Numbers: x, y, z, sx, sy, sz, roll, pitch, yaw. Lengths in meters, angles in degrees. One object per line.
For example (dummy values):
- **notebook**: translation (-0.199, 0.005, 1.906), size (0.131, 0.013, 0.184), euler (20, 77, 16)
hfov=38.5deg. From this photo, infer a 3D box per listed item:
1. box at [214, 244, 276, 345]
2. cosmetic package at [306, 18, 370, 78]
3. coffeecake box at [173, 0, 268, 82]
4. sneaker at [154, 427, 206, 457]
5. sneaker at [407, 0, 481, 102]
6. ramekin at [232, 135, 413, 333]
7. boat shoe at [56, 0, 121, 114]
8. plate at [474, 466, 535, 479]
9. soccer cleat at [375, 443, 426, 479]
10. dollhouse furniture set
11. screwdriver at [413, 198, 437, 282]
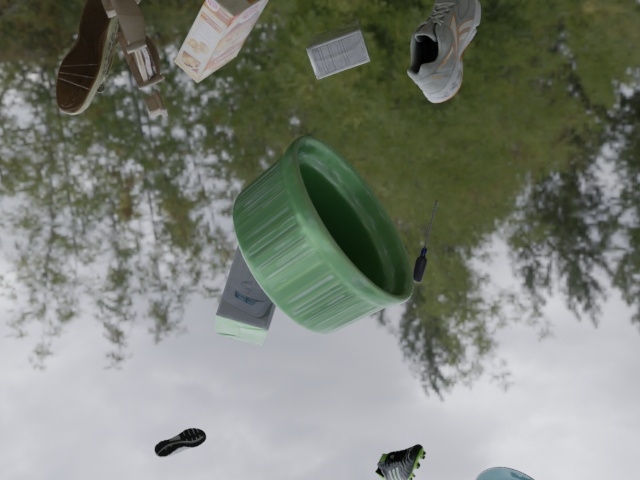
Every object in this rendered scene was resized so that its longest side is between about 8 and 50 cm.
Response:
- **box**: translation (-0.149, 0.102, 2.098), size (0.127, 0.231, 0.262), euler (16, 165, -3)
- **cosmetic package**: translation (0.034, -0.345, 1.640), size (0.099, 0.060, 0.239), euler (-16, -163, 8)
- **coffeecake box**: translation (-0.189, -0.416, 1.783), size (0.068, 0.185, 0.142), euler (42, -135, 2)
- **sneaker**: translation (-0.280, 0.402, 1.818), size (0.109, 0.040, 0.044), euler (-13, 163, -22)
- **sneaker**: translation (0.236, -0.410, 1.785), size (0.099, 0.262, 0.121), euler (1, 163, 38)
- **ramekin**: translation (0.000, 0.000, 1.445), size (0.148, 0.303, 0.303), euler (-34, -168, 21)
- **boat shoe**: translation (-0.507, -0.410, 2.061), size (0.104, 0.285, 0.089), euler (18, 174, 20)
- **plate**: translation (0.361, 0.488, 1.661), size (0.188, 0.188, 0.024), euler (12, -151, 36)
- **soccer cleat**: translation (0.152, 0.435, 1.778), size (0.072, 0.179, 0.060), euler (30, -125, 7)
- **dollhouse furniture set**: translation (-0.333, -0.470, 1.808), size (0.174, 0.355, 0.303), euler (-23, 171, -8)
- **screwdriver**: translation (0.212, 0.002, 1.808), size (0.024, 0.170, 0.025), euler (13, 174, 43)
